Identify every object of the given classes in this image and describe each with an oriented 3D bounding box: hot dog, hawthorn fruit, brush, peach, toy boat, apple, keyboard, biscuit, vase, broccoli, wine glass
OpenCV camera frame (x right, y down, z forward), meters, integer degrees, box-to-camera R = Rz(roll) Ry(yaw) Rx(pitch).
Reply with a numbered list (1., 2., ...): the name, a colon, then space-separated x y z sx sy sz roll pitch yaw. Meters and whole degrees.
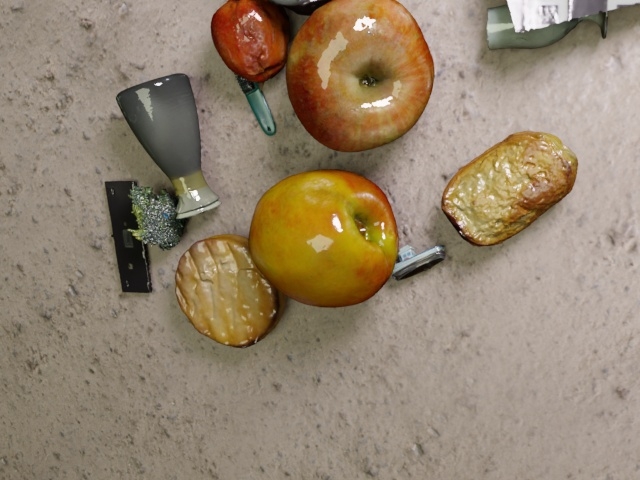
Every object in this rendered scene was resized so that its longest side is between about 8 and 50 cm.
1. hot dog: 0.374 -0.105 1.124 0.259 0.114 0.175 -37 85 24
2. hawthorn fruit: -0.141 -0.436 1.216 0.173 0.173 0.179 -35 117 26
3. brush: -0.155 -0.331 1.312 0.043 0.032 0.193 -21 95 25
4. peach: 0.000 0.000 1.215 0.332 0.308 0.307 -19 98 41
5. toy boat: 0.207 0.040 1.266 0.140 0.059 0.066 -30 64 25
6. apple: 0.069 -0.323 1.112 0.302 0.301 0.301 6 108 20
7. keyboard: -0.523 -0.008 1.558 0.106 0.027 0.317 2 106 18
8. biscuit: -0.222 0.122 1.434 0.296 0.102 0.296 6 109 17
9. vase: -0.345 -0.218 1.359 0.173 0.173 0.321 -11 108 24
10. broccoli: -0.426 -0.059 1.457 0.160 0.167 0.154 5 77 47
11. wine glass: 0.405 -0.397 1.034 0.202 0.093 0.092 -1 105 23

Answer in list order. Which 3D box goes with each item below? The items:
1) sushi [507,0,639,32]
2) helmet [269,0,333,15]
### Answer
1. sushi: 0.438 -0.536 0.968 0.320 0.069 0.339 -15 90 4
2. helmet: 0.019 -0.563 1.094 0.305 0.177 0.225 -34 81 18
